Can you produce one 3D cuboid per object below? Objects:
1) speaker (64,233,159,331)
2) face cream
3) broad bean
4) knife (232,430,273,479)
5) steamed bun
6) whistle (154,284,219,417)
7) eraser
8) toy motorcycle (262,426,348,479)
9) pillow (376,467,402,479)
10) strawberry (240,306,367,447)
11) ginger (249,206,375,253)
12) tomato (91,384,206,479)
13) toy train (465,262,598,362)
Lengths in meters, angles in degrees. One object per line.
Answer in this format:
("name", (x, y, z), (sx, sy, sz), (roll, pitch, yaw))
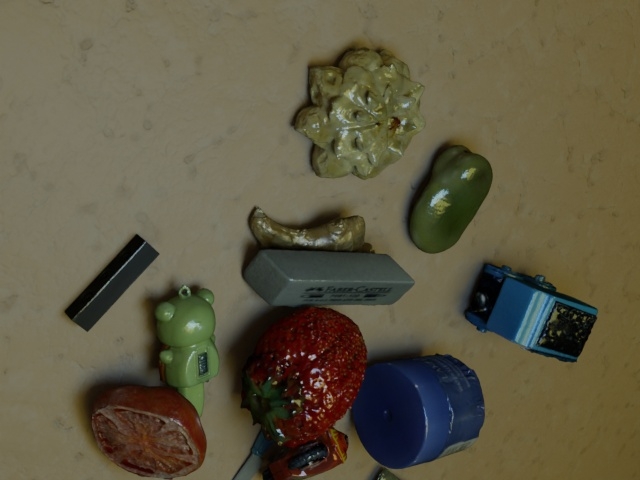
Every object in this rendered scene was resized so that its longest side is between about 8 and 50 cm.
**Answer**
("speaker", (-0.378, 0.077, 1.485), (0.191, 0.040, 0.046), (-49, 132, -11))
("face cream", (0.235, 0.400, 1.944), (0.225, 0.249, 0.248), (-2, 110, -42))
("broad bean", (0.297, -0.092, 1.884), (0.189, 0.121, 0.263), (9, 118, -44))
("knife", (-0.151, 0.500, 1.842), (0.058, 0.032, 0.244), (28, 95, -49))
("steamed bun", (0.092, -0.243, 1.642), (0.292, 0.137, 0.295), (-49, 132, -6))
("whistle", (-0.258, 0.220, 1.587), (0.131, 0.106, 0.288), (-18, 117, -43))
("eraser", (0.020, 0.082, 1.698), (0.353, 0.077, 0.111), (3, 149, -28))
("toy motorcycle", (-0.029, 0.477, 1.780), (0.171, 0.298, 0.089), (-27, 79, -26))
("pillow", (0.131, 0.750, 2.123), (0.302, 0.075, 0.185), (-54, 131, -9))
("strawberry", (-0.020, 0.276, 1.700), (0.288, 0.238, 0.250), (-25, 162, -34))
("ginger", (0.000, 0.000, 1.709), (0.334, 0.081, 0.148), (7, 142, -32))
("tomato", (-0.324, 0.352, 1.555), (0.095, 0.237, 0.236), (-75, 149, -48))
("toy train", (0.531, 0.183, 2.059), (0.300, 0.265, 0.187), (16, 99, -38))
